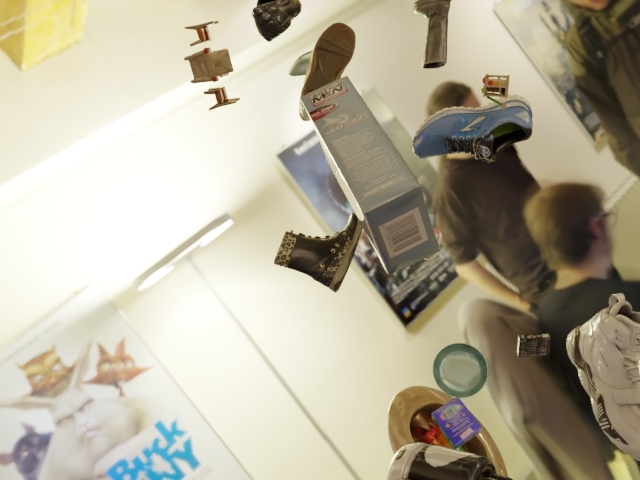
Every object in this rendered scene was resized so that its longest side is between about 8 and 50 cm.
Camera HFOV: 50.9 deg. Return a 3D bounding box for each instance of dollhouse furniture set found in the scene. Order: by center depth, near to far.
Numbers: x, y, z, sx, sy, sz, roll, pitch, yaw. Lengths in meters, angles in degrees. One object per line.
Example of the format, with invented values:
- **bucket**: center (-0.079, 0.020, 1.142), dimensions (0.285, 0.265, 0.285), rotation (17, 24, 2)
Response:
- **dollhouse furniture set**: center (-0.319, -0.545, 2.080), dimensions (0.135, 0.262, 0.259), rotation (-12, 17, 7)

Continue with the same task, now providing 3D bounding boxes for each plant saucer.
- **plant saucer**: center (0.307, 0.286, 1.474), dimensions (0.119, 0.119, 0.021), rotation (-38, -22, -2)
- **plant saucer**: center (-0.014, -0.564, 2.087), dimensions (0.194, 0.038, 0.195), rotation (-15, 28, 8)

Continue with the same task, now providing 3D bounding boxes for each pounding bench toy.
- **pounding bench toy**: center (0.434, -0.370, 1.675), dimensions (0.065, 0.083, 0.052), rotation (6, 20, 16)

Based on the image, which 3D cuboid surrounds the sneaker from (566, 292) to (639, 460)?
- **sneaker**: center (0.698, 0.300, 1.506), dimensions (0.137, 0.366, 0.210), rotation (0, -44, -17)

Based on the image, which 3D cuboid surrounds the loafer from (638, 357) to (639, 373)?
- **loafer**: center (0.722, 0.288, 1.243), dimensions (0.319, 0.111, 0.112), rotation (-126, 56, -68)

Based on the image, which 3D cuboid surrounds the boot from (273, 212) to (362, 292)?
- **boot**: center (0.000, 0.000, 1.653), dimensions (0.085, 0.178, 0.237), rotation (108, -177, -55)

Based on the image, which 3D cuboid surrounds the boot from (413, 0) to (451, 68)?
- **boot**: center (0.336, -0.631, 2.050), dimensions (0.076, 0.209, 0.189), rotation (-3, 9, -17)

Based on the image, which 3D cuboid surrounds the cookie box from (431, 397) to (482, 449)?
- **cookie box**: center (0.368, 0.494, 1.818), dimensions (0.091, 0.107, 0.040), rotation (-31, -33, -9)

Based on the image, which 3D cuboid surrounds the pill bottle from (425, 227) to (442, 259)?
- **pill bottle**: center (0.238, -0.016, 1.798), dimensions (0.087, 0.160, 0.087), rotation (-61, 12, 23)

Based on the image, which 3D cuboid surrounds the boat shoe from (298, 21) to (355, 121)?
- **boat shoe**: center (0.010, -0.472, 1.880), dimensions (0.098, 0.109, 0.303), rotation (144, 148, -70)

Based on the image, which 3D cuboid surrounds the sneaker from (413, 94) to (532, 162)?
- **sneaker**: center (0.410, -0.284, 1.813), dimensions (0.329, 0.130, 0.147), rotation (-15, 49, 15)

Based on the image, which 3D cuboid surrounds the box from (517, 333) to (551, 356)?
- **box**: center (0.580, 0.285, 1.826), dimensions (0.083, 0.067, 0.018), rotation (-4, 34, 6)

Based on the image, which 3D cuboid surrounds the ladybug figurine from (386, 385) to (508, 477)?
- **ladybug figurine**: center (0.366, 0.646, 2.004), dimensions (0.305, 0.449, 0.162), rotation (-18, -35, -28)

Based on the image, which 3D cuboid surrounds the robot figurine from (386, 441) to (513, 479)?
- **robot figurine**: center (0.280, 0.541, 1.475), dimensions (0.278, 0.209, 0.174), rotation (2, 43, 38)

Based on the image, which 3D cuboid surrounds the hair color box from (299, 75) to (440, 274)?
- **hair color box**: center (0.090, -0.135, 1.298), dimensions (0.113, 0.185, 0.375), rotation (-26, 47, 1)

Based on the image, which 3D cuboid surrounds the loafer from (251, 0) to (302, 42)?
- **loafer**: center (-0.091, -0.481, 1.390), dimensions (0.076, 0.078, 0.223), rotation (-26, 24, 24)
